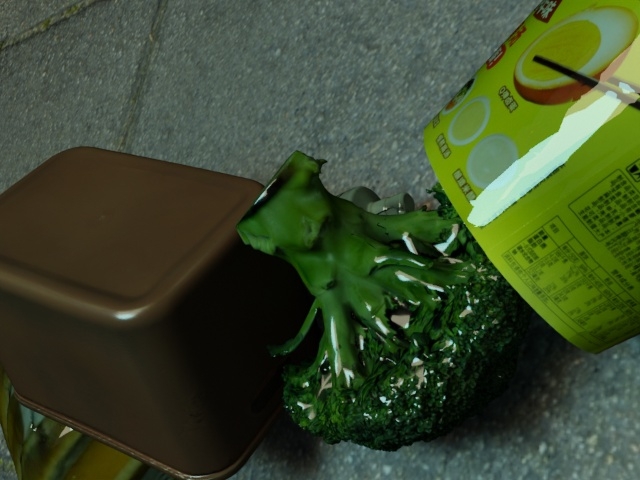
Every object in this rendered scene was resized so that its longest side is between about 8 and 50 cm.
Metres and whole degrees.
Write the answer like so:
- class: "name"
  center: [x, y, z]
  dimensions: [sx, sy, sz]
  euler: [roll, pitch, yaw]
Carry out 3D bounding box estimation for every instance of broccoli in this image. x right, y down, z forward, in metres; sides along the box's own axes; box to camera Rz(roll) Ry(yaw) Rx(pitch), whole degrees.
- class: "broccoli"
  center: [0.052, 0.051, 0.776]
  dimensions: [0.297, 0.297, 0.297]
  euler: [-48, 9, 10]

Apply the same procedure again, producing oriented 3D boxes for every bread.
- class: "bread"
  center: [-0.309, 0.210, 1.096]
  dimensions: [0.300, 0.210, 0.341]
  euler: [-48, 43, 12]

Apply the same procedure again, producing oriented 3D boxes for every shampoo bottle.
- class: "shampoo bottle"
  center: [0.000, 0.000, 0.989]
  dimensions: [0.263, 0.085, 0.085]
  euler: [-24, 54, 34]

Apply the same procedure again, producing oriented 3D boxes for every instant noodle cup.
- class: "instant noodle cup"
  center: [0.236, -0.071, 0.633]
  dimensions: [0.221, 0.311, 0.311]
  euler: [-38, 47, 22]

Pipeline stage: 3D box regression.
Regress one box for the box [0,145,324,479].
- class: "box"
  center: [-0.201, 0.062, 0.890]
  dimensions: [0.340, 0.229, 0.239]
  euler: [13, 46, 32]
